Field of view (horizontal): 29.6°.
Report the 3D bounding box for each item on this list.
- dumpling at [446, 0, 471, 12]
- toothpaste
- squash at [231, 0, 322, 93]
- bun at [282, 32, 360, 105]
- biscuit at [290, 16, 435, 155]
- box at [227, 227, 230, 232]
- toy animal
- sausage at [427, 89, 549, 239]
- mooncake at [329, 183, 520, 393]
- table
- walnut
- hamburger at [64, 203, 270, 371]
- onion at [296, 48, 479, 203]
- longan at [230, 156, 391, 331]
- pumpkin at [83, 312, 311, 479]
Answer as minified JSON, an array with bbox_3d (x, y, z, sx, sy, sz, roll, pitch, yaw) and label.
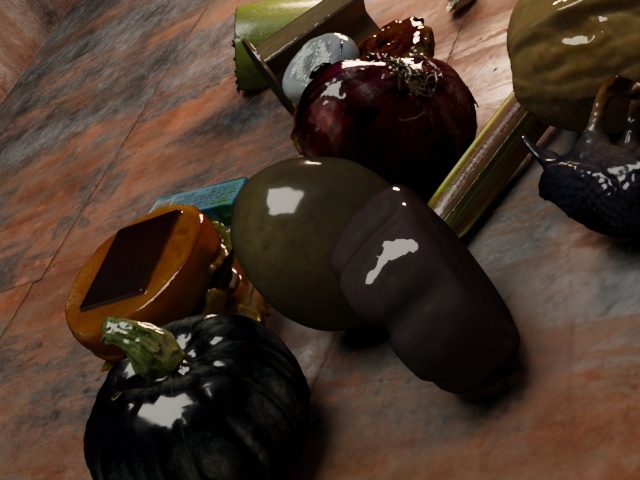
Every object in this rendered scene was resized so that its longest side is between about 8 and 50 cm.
[{"bbox_3d":[0.243,-0.423,2.092,0.052,0.057,0.076,-3,62,-1],"label":"dumpling"},{"bbox_3d":[-0.216,-0.055,2.167,0.267,0.050,0.065,-11,41,46],"label":"toothpaste"},{"bbox_3d":[-0.046,-0.395,2.449,0.260,0.189,0.189,-3,34,-1],"label":"squash"},{"bbox_3d":[0.009,-0.268,1.966,0.141,0.083,0.141,-30,36,24],"label":"bun"},{"bbox_3d":[0.077,-0.247,2.020,0.289,0.081,0.334,-29,27,26],"label":"biscuit"},{"bbox_3d":[-0.117,0.013,1.949,0.089,0.043,0.125,-47,28,-7],"label":"box"},{"bbox_3d":[0.340,-0.089,1.377,0.298,0.122,0.185,-9,75,57],"label":"toy animal"},{"bbox_3d":[0.238,-0.116,1.633,0.371,0.082,0.082,-51,28,-13],"label":"sausage"},{"bbox_3d":[0.120,0.057,1.382,0.133,0.245,0.245,-43,27,8],"label":"mooncake"},{"bbox_3d":[-0.006,-0.361,2.227,0.227,0.167,0.167,-35,28,-3],"label":"table"},{"bbox_3d":[0.359,-0.245,1.506,0.261,0.225,0.225,-18,37,32],"label":"walnut"},{"bbox_3d":[-0.214,0.100,1.761,0.291,0.225,0.291,-31,32,21],"label":"hamburger"},{"bbox_3d":[0.086,-0.156,1.688,0.281,0.281,0.221,-37,62,13],"label":"onion"},{"bbox_3d":[0.000,0.000,1.575,0.246,0.246,0.215,-26,7,30],"label":"longan"},{"bbox_3d":[-0.161,0.199,1.501,0.296,0.296,0.296,-32,30,21],"label":"pumpkin"}]
